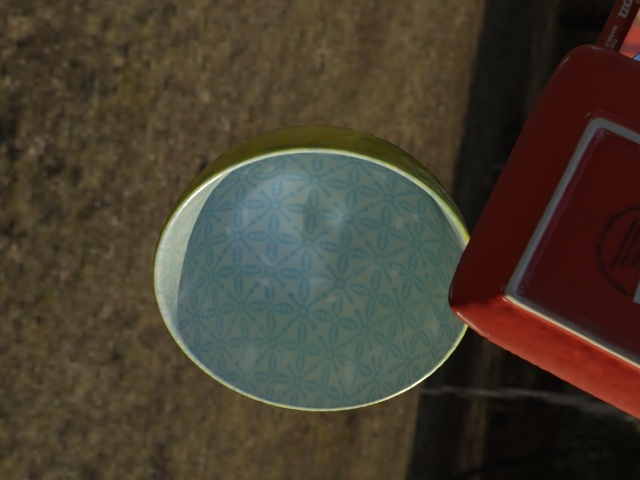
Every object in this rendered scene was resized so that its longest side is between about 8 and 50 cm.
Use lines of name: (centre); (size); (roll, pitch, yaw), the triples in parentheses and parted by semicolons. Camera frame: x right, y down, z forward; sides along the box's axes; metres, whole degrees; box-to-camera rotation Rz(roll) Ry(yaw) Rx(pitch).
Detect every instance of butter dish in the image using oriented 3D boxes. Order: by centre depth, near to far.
butter dish: (0.172, -0.003, 0.756); (0.160, 0.160, 0.118); (-66, 166, 15)

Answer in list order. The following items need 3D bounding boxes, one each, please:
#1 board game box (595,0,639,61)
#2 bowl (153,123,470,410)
board game box: (0.340, -0.181, 1.187); (0.281, 0.027, 0.145); (-1, 122, -39)
bowl: (0.000, 0.000, 1.359); (0.156, 0.289, 0.289); (-83, 172, -57)
